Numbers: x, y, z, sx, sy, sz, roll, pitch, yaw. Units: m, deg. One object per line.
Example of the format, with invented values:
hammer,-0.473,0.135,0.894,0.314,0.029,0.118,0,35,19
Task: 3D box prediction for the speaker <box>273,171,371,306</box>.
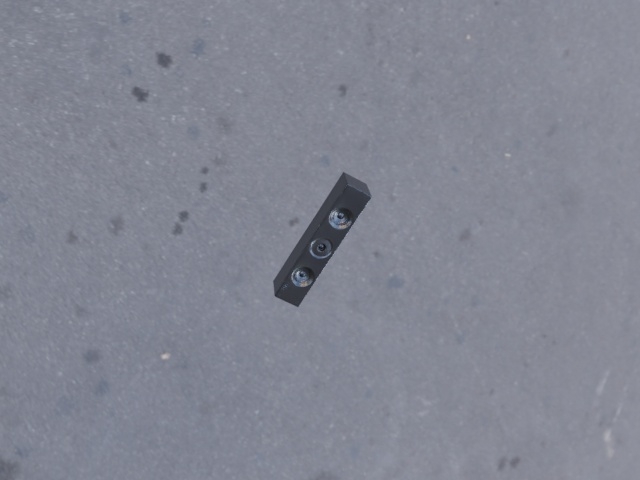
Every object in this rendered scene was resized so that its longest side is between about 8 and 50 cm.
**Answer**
speaker,0.000,0.000,1.042,0.040,0.046,0.191,26,112,-18
